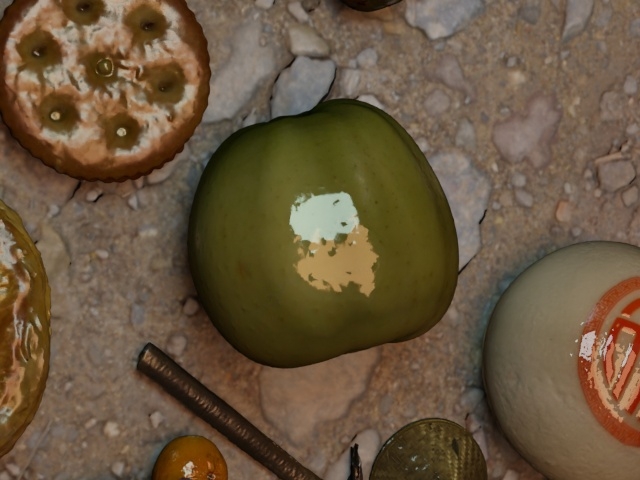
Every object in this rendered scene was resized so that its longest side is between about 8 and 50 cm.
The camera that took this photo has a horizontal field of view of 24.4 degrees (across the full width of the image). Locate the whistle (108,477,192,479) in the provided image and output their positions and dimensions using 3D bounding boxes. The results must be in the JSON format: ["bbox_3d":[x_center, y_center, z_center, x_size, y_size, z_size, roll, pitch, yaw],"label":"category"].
[{"bbox_3d":[-0.242,0.354,1.410,0.346,0.134,0.142,-45,77,-3],"label":"whistle"}]

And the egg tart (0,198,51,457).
[{"bbox_3d":[-0.403,0.074,1.332,0.341,0.129,0.341,2,84,-25],"label":"egg tart"}]

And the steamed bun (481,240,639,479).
[{"bbox_3d":[0.321,0.136,1.588,0.283,0.177,0.283,3,81,-20],"label":"steamed bun"}]

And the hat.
[{"bbox_3d":[0.131,0.267,1.596,0.146,0.067,0.146,-1,93,-22],"label":"hat"}]

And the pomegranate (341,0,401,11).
[{"bbox_3d":[0.066,-0.287,1.530,0.142,0.114,0.115,13,88,-51],"label":"pomegranate"}]

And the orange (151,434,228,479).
[{"bbox_3d":[-0.129,0.236,1.482,0.083,0.070,0.083,14,73,-54],"label":"orange"}]

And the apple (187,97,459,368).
[{"bbox_3d":[0.000,0.000,1.449,0.279,0.279,0.279,-1,93,-22],"label":"apple"}]

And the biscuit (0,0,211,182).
[{"bbox_3d":[-0.212,-0.163,1.439,0.220,0.066,0.220,0,90,-19],"label":"biscuit"}]

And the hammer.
[{"bbox_3d":[-0.075,0.203,1.532,0.297,0.027,0.125,39,79,-18],"label":"hammer"}]
